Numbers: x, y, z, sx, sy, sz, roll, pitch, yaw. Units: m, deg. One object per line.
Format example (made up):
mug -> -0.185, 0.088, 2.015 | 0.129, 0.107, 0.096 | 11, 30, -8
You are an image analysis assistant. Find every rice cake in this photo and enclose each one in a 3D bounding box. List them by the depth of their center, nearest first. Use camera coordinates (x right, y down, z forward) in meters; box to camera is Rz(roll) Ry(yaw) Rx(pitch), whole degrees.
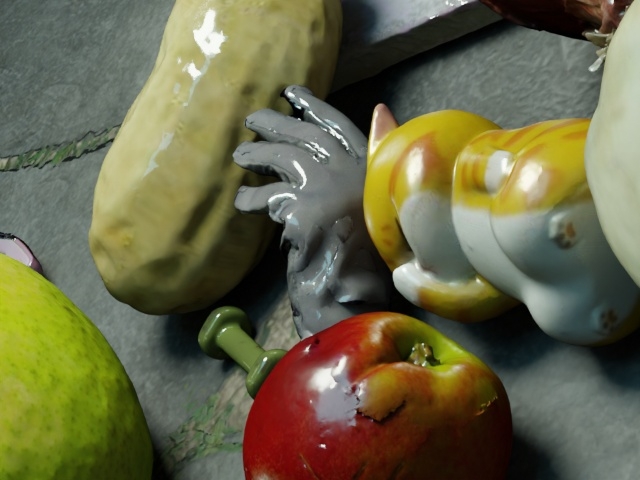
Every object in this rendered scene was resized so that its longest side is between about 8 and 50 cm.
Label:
rice cake -> 0.116, -0.221, 1.427 | 0.399, 0.064, 0.070 | -19, 61, 33

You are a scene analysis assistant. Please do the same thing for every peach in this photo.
peach -> 0.032, 0.150, 1.104 | 0.197, 0.197, 0.197 | -27, 42, 27

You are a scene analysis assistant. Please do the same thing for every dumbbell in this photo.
dumbbell -> -0.062, 0.099, 1.346 | 0.052, 0.046, 0.118 | -56, 37, 1

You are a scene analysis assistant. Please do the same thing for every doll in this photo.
doll -> 0.142, -0.020, 1.149 | 0.270, 0.166, 0.162 | 5, 37, 43

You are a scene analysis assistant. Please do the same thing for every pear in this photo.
pear -> -0.342, 0.175, 1.300 | 0.391, 0.391, 0.391 | -27, 42, 27

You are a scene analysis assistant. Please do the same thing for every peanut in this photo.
peanut -> -0.089, -0.112, 1.419 | 0.387, 0.170, 0.192 | -66, 12, 4

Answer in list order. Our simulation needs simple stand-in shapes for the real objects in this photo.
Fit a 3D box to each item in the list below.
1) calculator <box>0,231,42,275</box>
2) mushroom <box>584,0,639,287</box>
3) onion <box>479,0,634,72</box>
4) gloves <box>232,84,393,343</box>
calculator -> -0.412, 0.073, 1.734 | 0.294, 0.043, 0.194 | 10, 67, 53
mushroom -> 0.343, -0.081, 0.951 | 0.336, 0.314, 0.314 | -33, 25, -35
onion -> 0.231, -0.246, 1.113 | 0.348, 0.348, 0.285 | -17, 57, 36
gloves -> 0.008, 0.001, 1.267 | 0.119, 0.142, 0.285 | -32, 66, 32
